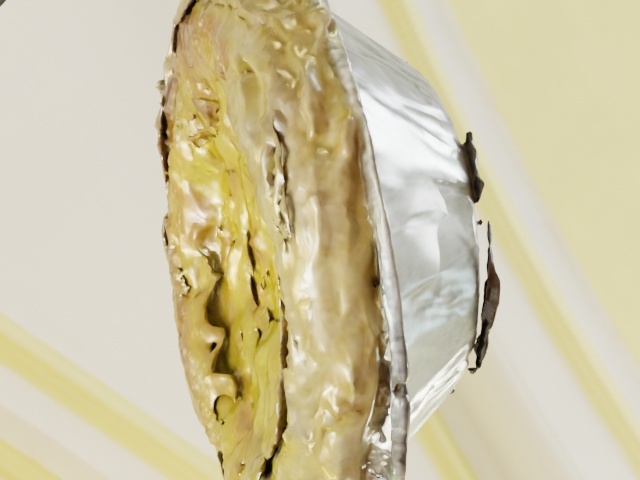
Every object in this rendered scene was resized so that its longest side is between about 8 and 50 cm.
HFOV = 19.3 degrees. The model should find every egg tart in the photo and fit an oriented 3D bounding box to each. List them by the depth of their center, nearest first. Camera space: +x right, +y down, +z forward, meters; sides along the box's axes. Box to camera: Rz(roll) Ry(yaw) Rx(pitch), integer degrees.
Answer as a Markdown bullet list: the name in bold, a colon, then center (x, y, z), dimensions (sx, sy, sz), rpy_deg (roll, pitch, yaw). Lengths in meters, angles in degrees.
- **egg tart**: center (0.000, 0.000, 0.707), dimensions (0.094, 0.234, 0.234), rpy_deg (-8, -70, -17)

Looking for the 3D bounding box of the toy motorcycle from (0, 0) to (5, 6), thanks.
- **toy motorcycle**: center (-0.107, -0.135, 0.594), dimensions (0.215, 0.122, 0.080), rpy_deg (-35, -16, 4)
